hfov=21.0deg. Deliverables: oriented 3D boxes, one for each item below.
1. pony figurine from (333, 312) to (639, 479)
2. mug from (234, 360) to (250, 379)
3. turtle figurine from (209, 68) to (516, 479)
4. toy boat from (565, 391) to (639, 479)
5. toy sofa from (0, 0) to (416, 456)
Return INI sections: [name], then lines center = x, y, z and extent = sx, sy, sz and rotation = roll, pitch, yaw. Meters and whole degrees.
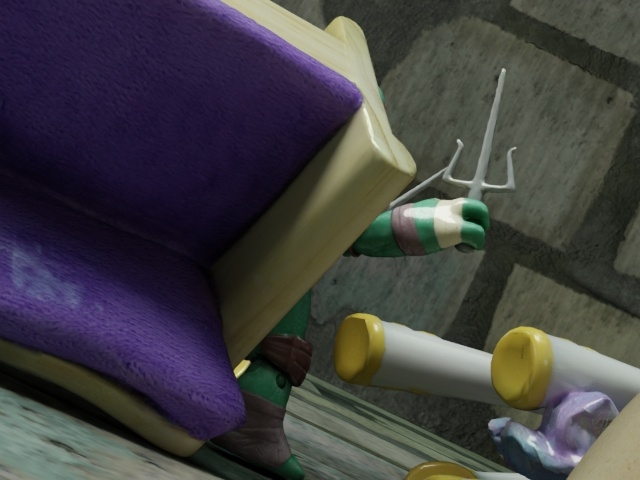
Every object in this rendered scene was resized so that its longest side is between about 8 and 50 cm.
[pony figurine]
center = 0.228, 0.119, 0.917
extent = 0.363, 0.303, 0.351
rotation = 10, -5, -23
[mug]
center = -0.094, 0.085, 1.371
extent = 0.062, 0.078, 0.064
rotation = -13, 13, -36
[turtle figurine]
center = 0.000, 0.000, 0.903
extent = 0.118, 0.234, 0.175
rotation = 29, -3, -14
[toy boat]
center = 0.187, 0.138, 0.662
extent = 0.151, 0.151, 0.231
rotation = 43, -8, -19
[toy sofa]
center = -0.143, -0.069, 0.709
extent = 0.362, 0.150, 0.177
rotation = 27, 30, -28
